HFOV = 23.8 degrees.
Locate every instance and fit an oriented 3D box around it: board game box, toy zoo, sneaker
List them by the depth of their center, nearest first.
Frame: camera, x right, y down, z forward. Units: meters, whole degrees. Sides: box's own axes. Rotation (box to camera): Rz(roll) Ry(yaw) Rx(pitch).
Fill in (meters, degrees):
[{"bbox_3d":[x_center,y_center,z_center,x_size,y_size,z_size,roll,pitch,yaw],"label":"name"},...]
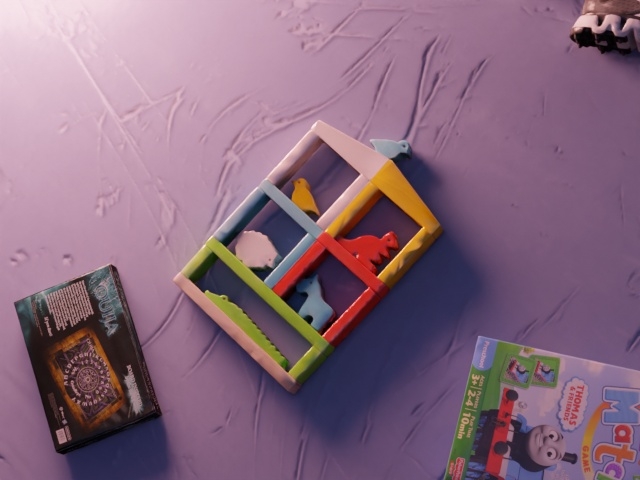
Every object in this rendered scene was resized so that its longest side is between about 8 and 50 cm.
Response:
[{"bbox_3d":[0.250,0.199,1.581,0.211,0.039,0.160,12,79,15],"label":"board game box"},{"bbox_3d":[0.394,-0.244,1.639,0.234,0.078,0.106,13,82,18],"label":"sneaker"},{"bbox_3d":[0.000,0.000,1.693,0.192,0.030,0.293,43,89,19],"label":"toy zoo"},{"bbox_3d":[-0.265,0.134,1.723,0.126,0.026,0.186,-21,72,7],"label":"board game box"}]
